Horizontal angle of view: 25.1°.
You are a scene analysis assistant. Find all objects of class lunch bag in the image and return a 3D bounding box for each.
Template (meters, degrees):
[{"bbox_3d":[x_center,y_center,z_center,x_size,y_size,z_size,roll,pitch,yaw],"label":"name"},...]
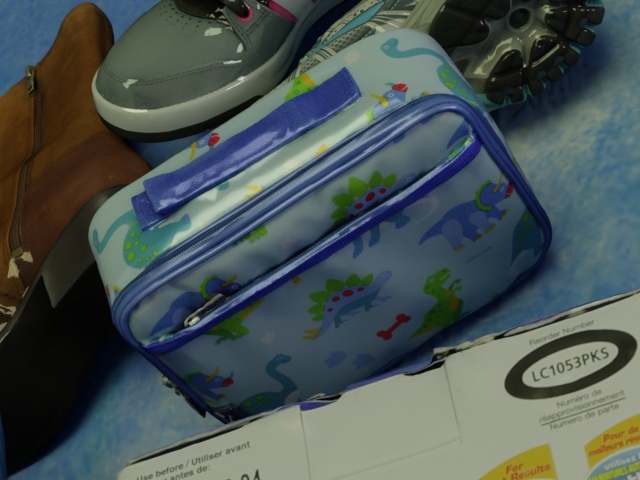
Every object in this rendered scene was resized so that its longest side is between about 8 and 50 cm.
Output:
[{"bbox_3d":[0.000,0.000,0.755,0.219,0.176,0.090,-31,49,6],"label":"lunch bag"}]

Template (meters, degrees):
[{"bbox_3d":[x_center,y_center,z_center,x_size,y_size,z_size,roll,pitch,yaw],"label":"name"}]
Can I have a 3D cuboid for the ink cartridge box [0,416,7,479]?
[{"bbox_3d":[-0.297,0.279,0.660,0.285,0.166,0.395,1,54,-10],"label":"ink cartridge box"}]

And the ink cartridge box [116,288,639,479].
[{"bbox_3d":[0.067,0.197,0.601,0.270,0.151,0.395,-20,53,15],"label":"ink cartridge box"}]

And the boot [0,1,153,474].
[{"bbox_3d":[-0.215,-0.002,0.930,0.264,0.096,0.280,-48,38,18],"label":"boot"}]

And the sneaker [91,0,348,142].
[{"bbox_3d":[-0.035,-0.202,0.864,0.124,0.178,0.295,28,59,31],"label":"sneaker"}]

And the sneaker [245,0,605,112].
[{"bbox_3d":[0.037,-0.088,0.863,0.283,0.110,0.122,-35,27,7],"label":"sneaker"}]
